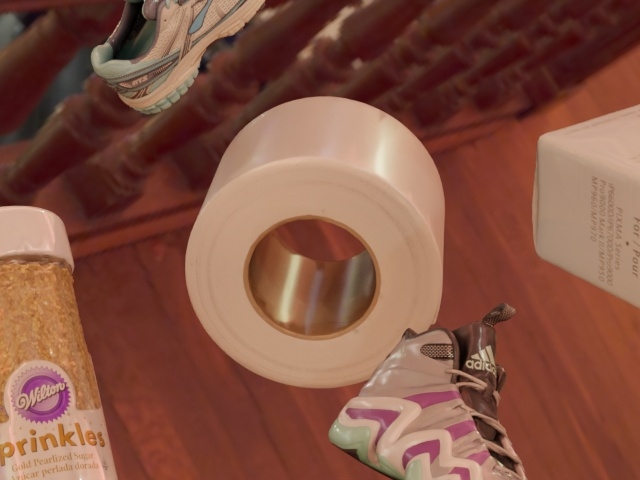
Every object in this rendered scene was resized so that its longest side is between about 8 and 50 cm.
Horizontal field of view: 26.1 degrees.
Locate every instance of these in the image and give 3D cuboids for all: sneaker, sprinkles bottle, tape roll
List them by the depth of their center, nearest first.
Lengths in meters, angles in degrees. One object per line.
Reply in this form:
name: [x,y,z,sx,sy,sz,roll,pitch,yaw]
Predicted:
sneaker: [0.049,0.052,0.443,0.038,0.098,0.069,37,81,-40]
sprinkles bottle: [-0.241,0.151,1.165,0.121,0.121,0.355,5,61,-46]
tape roll: [0.000,0.000,1.360,0.246,0.246,0.169,46,22,-14]
sneaker: [-0.158,-0.279,1.613,0.110,0.283,0.122,40,7,36]

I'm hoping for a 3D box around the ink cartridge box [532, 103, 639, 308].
ink cartridge box: [0.356,-0.007,0.765,0.308,0.385,0.091,-18,119,-26]
